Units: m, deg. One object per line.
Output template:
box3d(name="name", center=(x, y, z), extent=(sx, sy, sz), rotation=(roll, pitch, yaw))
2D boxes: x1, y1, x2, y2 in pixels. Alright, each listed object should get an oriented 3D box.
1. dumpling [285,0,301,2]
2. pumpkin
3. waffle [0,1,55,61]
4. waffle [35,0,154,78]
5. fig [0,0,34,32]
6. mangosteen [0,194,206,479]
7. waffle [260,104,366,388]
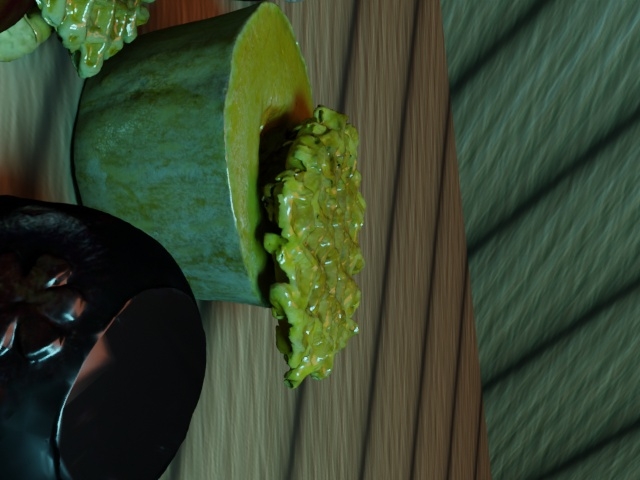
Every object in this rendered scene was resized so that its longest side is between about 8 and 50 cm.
box3d(name="dumpling", center=(-0.075, -0.393, 1.271), extent=(0.176, 0.092, 0.150), rotation=(62, 32, -49))
box3d(name="pumpkin", center=(-0.132, -0.094, 1.032), extent=(0.332, 0.199, 0.332), rotation=(4, 90, -76))
box3d(name="waffle", center=(-0.277, -0.313, 0.805), extent=(0.168, 0.057, 0.274), rotation=(-66, 149, -46))
box3d(name="waffle", center=(-0.206, -0.277, 0.836), extent=(0.214, 0.054, 0.208), rotation=(75, 23, -46))
box3d(name="fig", center=(-0.225, -0.209, 0.589), extent=(0.217, 0.321, 0.217), rotation=(-31, 132, -42))
box3d(name="mangosteen", center=(-0.217, 0.110, 0.734), extent=(0.287, 0.233, 0.287), rotation=(6, 90, -65))
box3d(name="waffle", center=(0.000, 0.000, 1.048), extent=(0.325, 0.068, 0.302), rotation=(-61, 150, -65))
